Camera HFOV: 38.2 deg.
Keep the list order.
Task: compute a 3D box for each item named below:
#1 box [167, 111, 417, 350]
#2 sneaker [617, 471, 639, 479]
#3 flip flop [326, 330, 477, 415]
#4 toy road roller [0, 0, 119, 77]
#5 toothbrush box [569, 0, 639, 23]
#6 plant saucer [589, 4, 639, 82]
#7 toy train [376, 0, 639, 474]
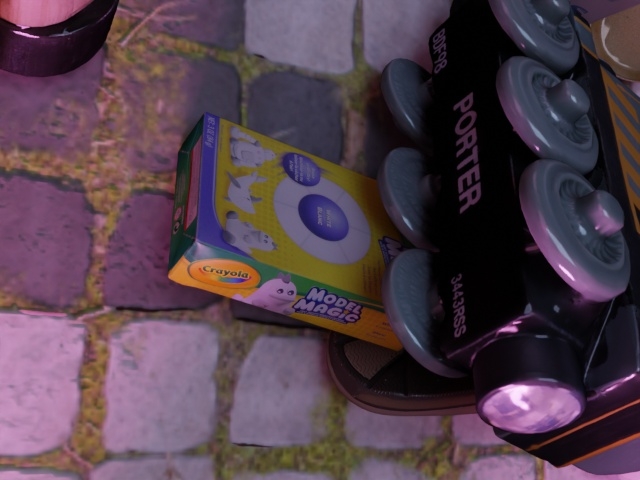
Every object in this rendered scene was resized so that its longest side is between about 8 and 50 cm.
[{"bbox_3d":[0.000,0.000,0.561,0.179,0.043,0.105,21,44,-26],"label":"box"},{"bbox_3d":[0.379,0.201,0.708,0.366,0.135,0.150,3,80,-26],"label":"sneaker"},{"bbox_3d":[0.136,0.092,0.625,0.277,0.080,0.112,1,45,-14],"label":"flip flop"},{"bbox_3d":[-0.239,-0.151,0.398,0.240,0.202,0.329,44,62,-4],"label":"toy road roller"},{"bbox_3d":[0.162,-0.332,0.657,0.216,0.126,0.296,22,76,-24],"label":"toothbrush box"},{"bbox_3d":[0.254,-0.166,0.730,0.083,0.015,0.083,1,97,8],"label":"plant saucer"},{"bbox_3d":[0.139,-0.020,0.560,0.190,0.142,0.334,31,41,-27],"label":"toy train"}]
